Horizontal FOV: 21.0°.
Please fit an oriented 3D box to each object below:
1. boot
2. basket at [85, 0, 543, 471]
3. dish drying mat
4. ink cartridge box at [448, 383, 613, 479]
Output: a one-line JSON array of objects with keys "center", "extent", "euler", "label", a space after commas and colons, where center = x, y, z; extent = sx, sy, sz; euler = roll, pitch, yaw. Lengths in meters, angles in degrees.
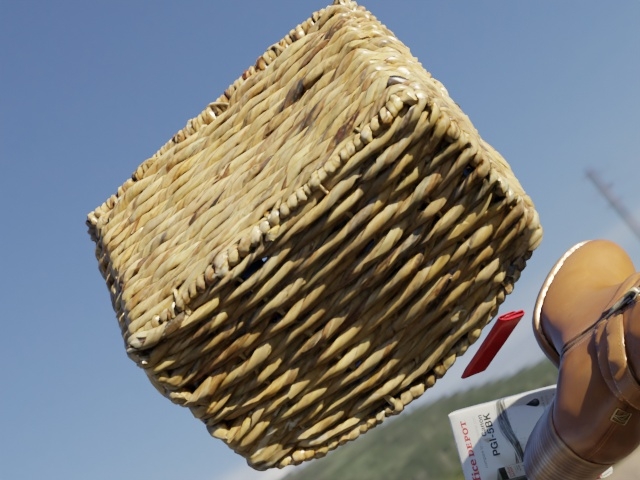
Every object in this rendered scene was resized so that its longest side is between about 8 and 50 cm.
[{"center": [0.255, 0.057, 1.432], "extent": [0.220, 0.109, 0.283], "euler": [-60, 2, 47], "label": "boot"}, {"center": [0.000, 0.000, 1.333], "extent": [0.299, 0.213, 0.223], "euler": [-43, 30, 7], "label": "basket"}, {"center": [0.151, 0.091, 1.524], "extent": [0.032, 0.008, 0.083], "euler": [-18, -31, -38], "label": "dish drying mat"}, {"center": [0.204, 0.199, 1.690], "extent": [0.135, 0.099, 0.056], "euler": [-18, -6, 20], "label": "ink cartridge box"}]
